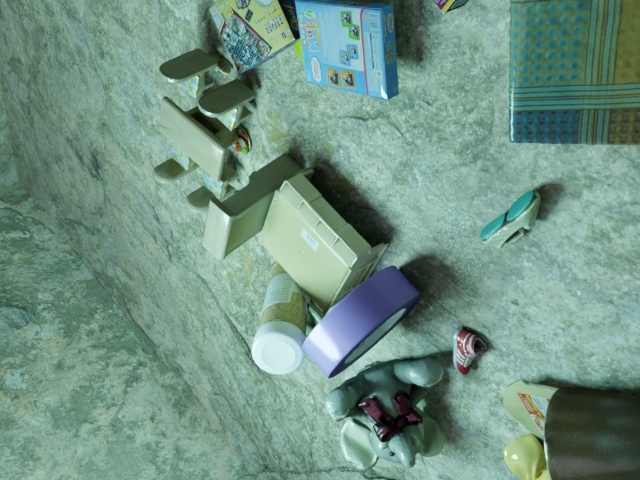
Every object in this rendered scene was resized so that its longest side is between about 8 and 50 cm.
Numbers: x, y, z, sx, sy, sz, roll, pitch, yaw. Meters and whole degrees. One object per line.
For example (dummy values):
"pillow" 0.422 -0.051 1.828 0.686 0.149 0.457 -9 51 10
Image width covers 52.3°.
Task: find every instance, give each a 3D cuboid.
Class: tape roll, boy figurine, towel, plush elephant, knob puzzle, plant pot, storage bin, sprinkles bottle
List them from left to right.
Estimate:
"sprinkles bottle" -0.086 0.173 1.606 0.121 0.355 0.121 1 118 3
"storage bin" 0.000 0.000 1.546 0.262 0.123 0.260 48 145 16
"tape roll" 0.092 0.179 1.430 0.090 0.275 0.274 47 145 15
"plush elephant" 0.169 0.430 1.561 0.330 0.272 0.255 107 144 -84
"knob puzzle" 0.452 0.345 1.315 0.213 0.030 0.213 35 151 23
"boy figurine" 0.501 0.529 1.353 0.285 0.092 0.177 47 173 21
"towel" 0.374 -0.291 0.808 0.272 0.040 0.370 6 125 22
"plant pot" 0.533 0.348 1.090 0.230 0.215 0.215 -16 104 41

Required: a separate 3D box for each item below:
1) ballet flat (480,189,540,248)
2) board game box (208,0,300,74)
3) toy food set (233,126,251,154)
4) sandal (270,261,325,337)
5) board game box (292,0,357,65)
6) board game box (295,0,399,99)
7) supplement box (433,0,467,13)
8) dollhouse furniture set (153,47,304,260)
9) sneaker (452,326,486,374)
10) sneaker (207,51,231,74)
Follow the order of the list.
"ballet flat" 0.345 -0.034 1.144 0.052 0.057 0.168 29 150 -6
"board game box" -0.139 -0.475 1.407 0.243 0.042 0.165 -8 110 55
"toy food set" -0.211 -0.262 1.696 0.083 0.020 0.083 15 128 46
"sandal" -0.069 0.203 1.833 0.302 0.086 0.120 58 147 0
"board game box" 0.024 -0.388 1.265 0.092 0.043 0.181 59 147 -3
"board game box" 0.047 -0.353 1.187 0.212 0.039 0.160 23 134 40
"supplement box" 0.194 -0.405 1.019 0.083 0.055 0.043 52 145 7
"dollhouse furniture set" -0.280 -0.184 1.595 0.394 0.256 0.362 40 142 14
"sneaker" 0.322 0.248 1.401 0.067 0.042 0.118 19 129 48
"sneaker" -0.246 -0.429 1.603 0.083 0.032 0.037 46 161 23
